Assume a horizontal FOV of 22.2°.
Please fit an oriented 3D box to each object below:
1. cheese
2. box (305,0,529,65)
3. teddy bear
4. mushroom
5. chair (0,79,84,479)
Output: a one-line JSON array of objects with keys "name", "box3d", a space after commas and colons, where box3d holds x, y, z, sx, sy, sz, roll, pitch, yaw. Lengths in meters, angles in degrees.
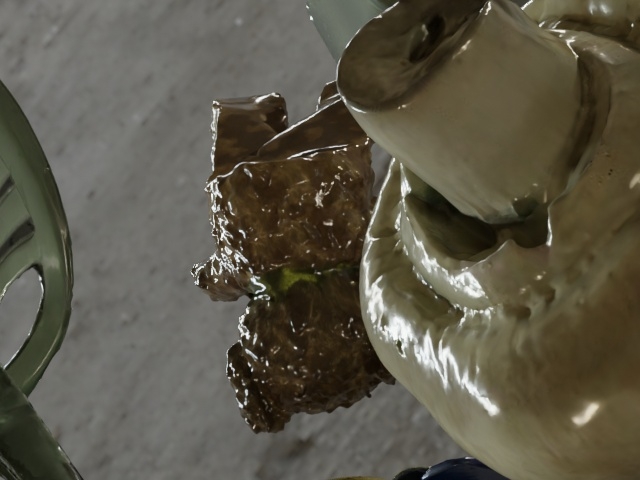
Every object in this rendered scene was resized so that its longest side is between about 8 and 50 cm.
[{"name": "cheese", "box3d": [0.048, 0.209, 1.234, 0.250, 0.156, 0.064, -35, 49, 44]}, {"name": "box", "box3d": [0.162, -0.329, 1.723, 0.352, 0.177, 0.344, -29, -7, -8]}, {"name": "teddy bear", "box3d": [0.002, -0.003, 1.415, 0.246, 0.223, 0.296, -12, 23, 13]}, {"name": "mushroom", "box3d": [0.105, -0.018, 0.720, 0.260, 0.234, 0.254, -38, 35, 35]}, {"name": "chair", "box3d": [-0.173, 0.036, 0.580, 0.190, 0.203, 0.275, -34, 27, -4]}]
